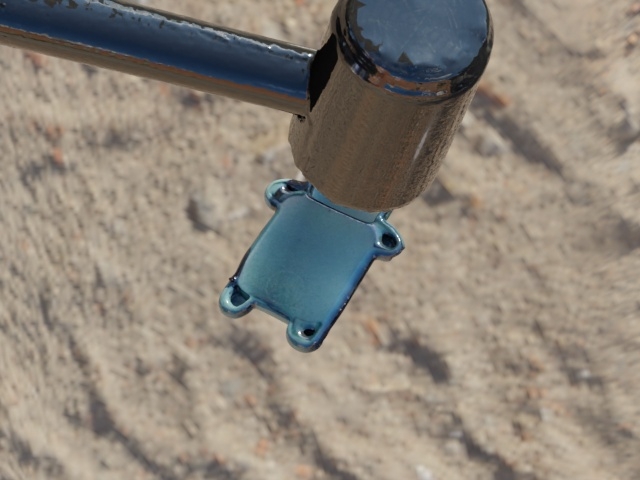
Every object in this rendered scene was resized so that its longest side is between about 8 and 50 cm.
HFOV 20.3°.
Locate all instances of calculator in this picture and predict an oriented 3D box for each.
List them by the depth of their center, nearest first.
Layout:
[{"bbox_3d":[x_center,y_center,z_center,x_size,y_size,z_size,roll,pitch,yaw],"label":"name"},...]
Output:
[{"bbox_3d":[0.000,0.000,1.077,0.094,0.019,0.141,25,66,17],"label":"calculator"}]

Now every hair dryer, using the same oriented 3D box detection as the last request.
[{"bbox_3d":[-0.054,-0.092,0.774,0.248,0.114,0.070,16,62,-4],"label":"hair dryer"}]
